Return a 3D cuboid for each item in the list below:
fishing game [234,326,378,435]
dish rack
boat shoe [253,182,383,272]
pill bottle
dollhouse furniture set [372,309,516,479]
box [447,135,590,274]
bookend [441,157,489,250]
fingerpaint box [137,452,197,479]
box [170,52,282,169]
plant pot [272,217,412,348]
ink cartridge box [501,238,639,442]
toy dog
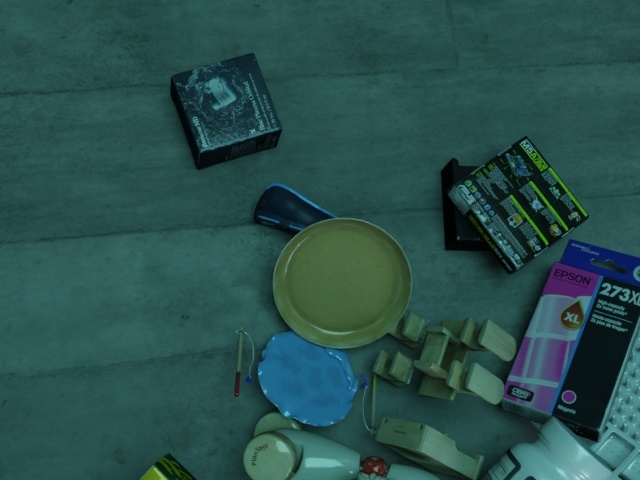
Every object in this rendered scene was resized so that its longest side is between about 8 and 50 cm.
[{"bbox_3d":[-0.025,0.233,1.799,0.264,0.041,0.189,15,49,-18],"label":"fishing game"},{"bbox_3d":[0.559,0.283,1.851,0.333,0.072,0.285,-42,56,-17],"label":"dish rack"},{"bbox_3d":[0.000,0.000,1.868,0.258,0.109,0.089,31,77,16],"label":"boat shoe"},{"bbox_3d":[0.331,0.430,1.722,0.162,0.162,0.278,43,95,3],"label":"pill bottle"},{"bbox_3d":[0.212,0.256,1.781,0.161,0.212,0.242,35,68,-38],"label":"dollhouse furniture set"},{"bbox_3d":[0.353,-0.064,1.892,0.184,0.045,0.190,-34,82,-22],"label":"box"},{"bbox_3d":[0.308,-0.064,1.944,0.156,0.072,0.157,1,74,-11],"label":"bookend"},{"bbox_3d":[-0.259,0.606,1.562,0.371,0.163,0.445,44,88,4],"label":"fingerpaint box"},{"bbox_3d":[-0.169,-0.230,1.892,0.158,0.093,0.156,-18,79,-13],"label":"box"},{"bbox_3d":[0.037,0.070,1.802,0.236,0.032,0.236,0,109,-1],"label":"plant pot"},{"bbox_3d":[0.463,0.157,1.867,0.176,0.069,0.371,17,62,22],"label":"ink cartridge box"},{"bbox_3d":[0.012,0.402,1.702,0.334,0.220,0.161,21,100,27],"label":"toy dog"}]
